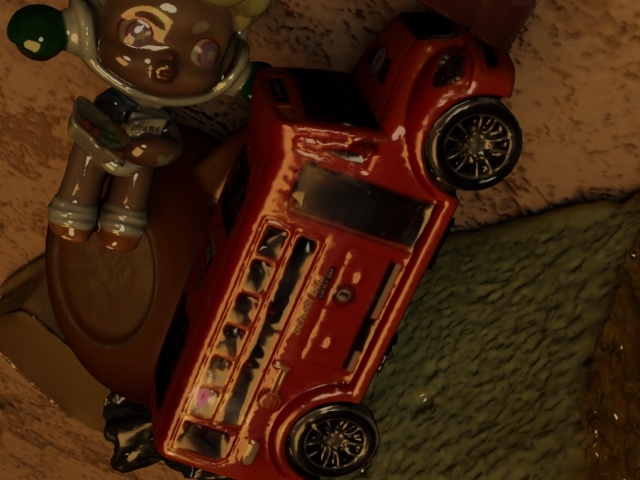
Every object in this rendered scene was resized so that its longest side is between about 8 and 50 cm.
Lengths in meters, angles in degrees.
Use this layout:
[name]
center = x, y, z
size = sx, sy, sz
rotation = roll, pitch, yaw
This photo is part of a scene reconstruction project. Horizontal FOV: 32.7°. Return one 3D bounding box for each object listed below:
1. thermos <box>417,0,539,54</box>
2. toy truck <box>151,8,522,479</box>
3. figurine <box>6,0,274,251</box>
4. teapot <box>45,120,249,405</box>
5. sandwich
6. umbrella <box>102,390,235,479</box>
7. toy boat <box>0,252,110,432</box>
[thermos]
center = 0.001, -0.175, 0.465
size = 0.232, 0.099, 0.124
rotation = 29, 180, 3
[toy truck]
center = 0.000, 0.000, 0.548
size = 0.114, 0.107, 0.252
rotation = 16, 112, -16
[figurine]
center = -0.089, -0.084, 0.564
size = 0.147, 0.093, 0.197
rotation = 11, 105, -24
[teapot]
center = -0.076, 0.000, 0.690
size = 0.252, 0.135, 0.178
rotation = -43, 70, 32
[sandwich]
center = 0.081, 0.104, 0.587
size = 0.226, 0.251, 0.087
rotation = -13, 129, 41
[umbrella]
center = 0.012, 0.140, 0.776
size = 0.337, 0.128, 0.154
rotation = 6, 160, 11
[toy boat]
center = -0.190, 0.101, 0.910
size = 0.188, 0.061, 0.116
rotation = 45, 139, -19
